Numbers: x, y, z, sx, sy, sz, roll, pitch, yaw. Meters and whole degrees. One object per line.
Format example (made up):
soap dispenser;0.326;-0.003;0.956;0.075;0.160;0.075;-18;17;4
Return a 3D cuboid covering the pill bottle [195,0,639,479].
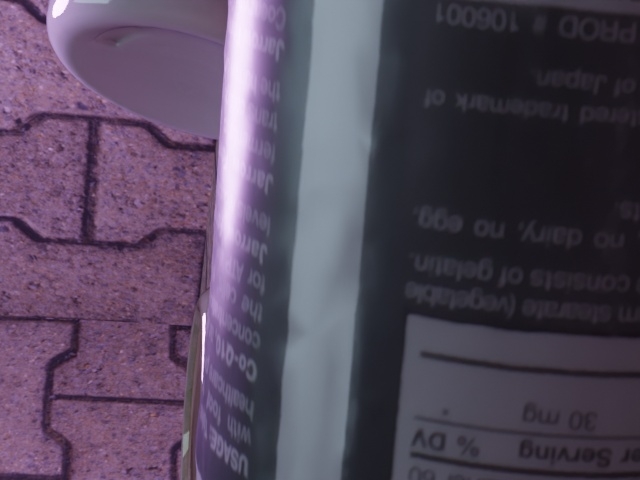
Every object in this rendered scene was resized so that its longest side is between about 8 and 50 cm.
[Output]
pill bottle;0.064;0.014;0.589;0.204;0.204;0.361;-114;28;-74

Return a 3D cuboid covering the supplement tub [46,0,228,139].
supplement tub;-0.059;-0.268;1.412;0.241;0.241;0.331;117;169;-72

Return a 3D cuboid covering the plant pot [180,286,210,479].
plant pot;0.033;0.097;0.848;0.284;0.191;0.284;-177;90;-82
